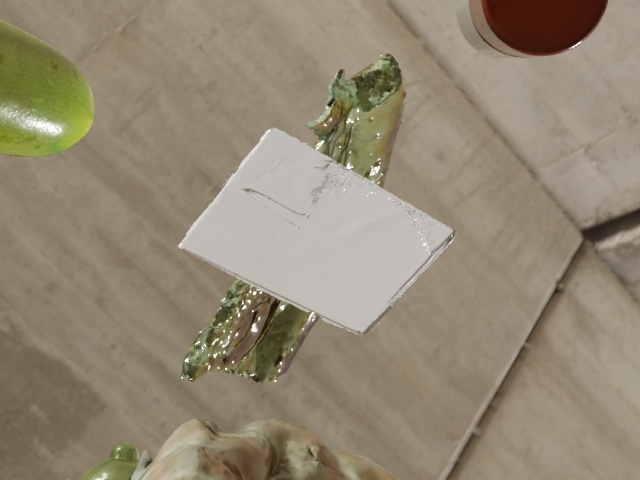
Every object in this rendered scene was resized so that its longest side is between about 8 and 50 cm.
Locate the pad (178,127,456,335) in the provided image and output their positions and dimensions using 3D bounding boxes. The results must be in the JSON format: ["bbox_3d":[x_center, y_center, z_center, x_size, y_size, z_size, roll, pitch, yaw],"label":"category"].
[{"bbox_3d":[0.000,0.000,0.888,0.232,0.004,0.156,28,-64,-27],"label":"pad"}]

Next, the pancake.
[{"bbox_3d":[-0.008,-0.001,1.012,0.067,0.305,0.426,33,-75,12],"label":"pancake"}]

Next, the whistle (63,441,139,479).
[{"bbox_3d":[-0.263,0.312,1.009,0.105,0.227,0.085,54,-10,12],"label":"whistle"}]

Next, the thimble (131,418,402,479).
[{"bbox_3d":[0.004,0.184,0.334,0.196,0.148,0.229,18,23,-39],"label":"thimble"}]

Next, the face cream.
[{"bbox_3d":[0.169,-0.199,0.779,0.096,0.096,0.214,42,11,-5],"label":"face cream"}]

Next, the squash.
[{"bbox_3d":[-0.566,-0.274,1.668,0.210,0.233,0.309,3,-8,33],"label":"squash"}]
